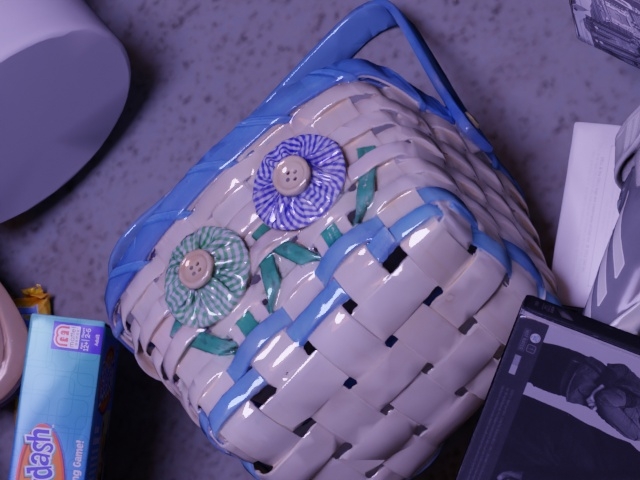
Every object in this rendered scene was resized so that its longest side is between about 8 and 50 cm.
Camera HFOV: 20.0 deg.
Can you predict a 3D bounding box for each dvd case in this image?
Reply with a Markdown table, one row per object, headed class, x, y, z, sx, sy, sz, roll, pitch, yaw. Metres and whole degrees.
| class | x | y | z | sx | sy | sz | roll | pitch | yaw |
| --- | --- | --- | --- | --- | --- | --- | --- | --- | --- |
| dvd case | 0.191 | 0.149 | 0.961 | 0.239 | 0.029 | 0.179 | 21 | 116 | 6 |

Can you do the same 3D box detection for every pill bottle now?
| class | x | y | z | sx | sy | sz | roll | pitch | yaw |
| --- | --- | --- | --- | --- | --- | --- | --- | --- | --- |
| pill bottle | -0.300 | -0.187 | 1.209 | 0.210 | 0.210 | 0.363 | -47 | 67 | 8 |

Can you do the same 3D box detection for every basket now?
| class | x | y | z | sx | sy | sz | roll | pitch | yaw |
| --- | --- | --- | --- | --- | --- | --- | --- | --- | --- |
| basket | 0.000 | 0.000 | 1.068 | 0.255 | 0.201 | 0.289 | -46 | 32 | 8 |

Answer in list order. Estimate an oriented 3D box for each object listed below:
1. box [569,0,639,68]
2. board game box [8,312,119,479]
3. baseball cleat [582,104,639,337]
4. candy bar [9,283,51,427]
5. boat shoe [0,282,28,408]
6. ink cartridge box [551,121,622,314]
| class | x | y | z | sx | sy | sz | roll | pitch | yaw |
| --- | --- | --- | --- | --- | --- | --- | --- | --- | --- |
| box | 0.326 | -0.154 | 0.978 | 0.307 | 0.076 | 0.242 | 31 | 74 | 25 |
| board game box | -0.161 | 0.152 | 1.106 | 0.047 | 0.160 | 0.210 | 7 | 85 | -2 |
| baseball cleat | 0.182 | 0.007 | 0.985 | 0.205 | 0.072 | 0.109 | -64 | 23 | 23 |
| candy bar | -0.191 | 0.110 | 1.211 | 0.040 | 0.018 | 0.161 | -11 | 77 | 19 |
| boat shoe | -0.302 | 0.029 | 1.233 | 0.285 | 0.092 | 0.102 | 28 | 75 | 19 |
| ink cartridge box | 0.241 | 0.000 | 1.027 | 0.209 | 0.062 | 0.109 | 8 | 84 | 24 |
